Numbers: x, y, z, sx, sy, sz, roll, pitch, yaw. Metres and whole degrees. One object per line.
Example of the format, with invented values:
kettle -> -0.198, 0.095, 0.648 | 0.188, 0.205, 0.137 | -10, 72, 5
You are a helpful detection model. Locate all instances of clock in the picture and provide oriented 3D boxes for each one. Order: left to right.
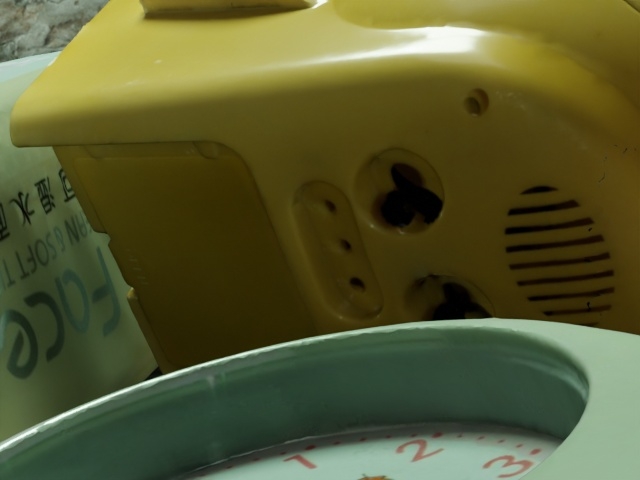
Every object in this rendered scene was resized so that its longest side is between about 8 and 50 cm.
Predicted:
clock -> -0.008, 0.109, 0.476 | 0.265, 0.109, 0.324 | -19, 12, -17
clock -> 0.047, -0.029, 0.778 | 0.317, 0.244, 0.200 | 0, 38, 34

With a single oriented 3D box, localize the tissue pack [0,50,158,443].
tissue pack -> -0.275, 0.046, 0.841 | 0.331, 0.205, 0.405 | -14, 12, 19
